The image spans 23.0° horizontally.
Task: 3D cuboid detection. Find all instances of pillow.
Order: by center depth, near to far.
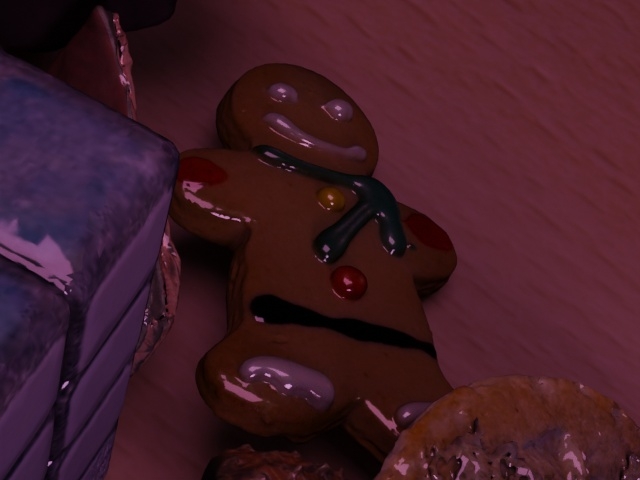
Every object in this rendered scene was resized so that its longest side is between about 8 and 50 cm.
[{"bbox_3d":[-0.132,-0.017,0.911,0.043,0.126,0.232,11,51,-37],"label":"pillow"}]

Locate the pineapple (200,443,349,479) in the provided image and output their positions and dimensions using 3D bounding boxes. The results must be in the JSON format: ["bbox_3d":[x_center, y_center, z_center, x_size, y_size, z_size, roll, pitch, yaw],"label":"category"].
[{"bbox_3d":[0.025,0.174,0.834,0.198,0.108,0.108,16,55,-11],"label":"pineapple"}]

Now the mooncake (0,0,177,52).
[{"bbox_3d":[-0.193,-0.267,0.917,0.351,0.381,0.212,27,50,-41],"label":"mooncake"}]

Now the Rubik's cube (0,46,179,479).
[{"bbox_3d":[-0.296,0.082,0.676,0.344,0.343,0.337,27,56,6],"label":"Rubik's cube"}]

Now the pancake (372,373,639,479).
[{"bbox_3d":[0.119,0.202,0.801,0.282,0.049,0.282,8,74,-31],"label":"pancake"}]

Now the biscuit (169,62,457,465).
[{"bbox_3d":[0.000,0.000,0.933,0.197,0.049,0.301,19,41,-26],"label":"biscuit"}]
